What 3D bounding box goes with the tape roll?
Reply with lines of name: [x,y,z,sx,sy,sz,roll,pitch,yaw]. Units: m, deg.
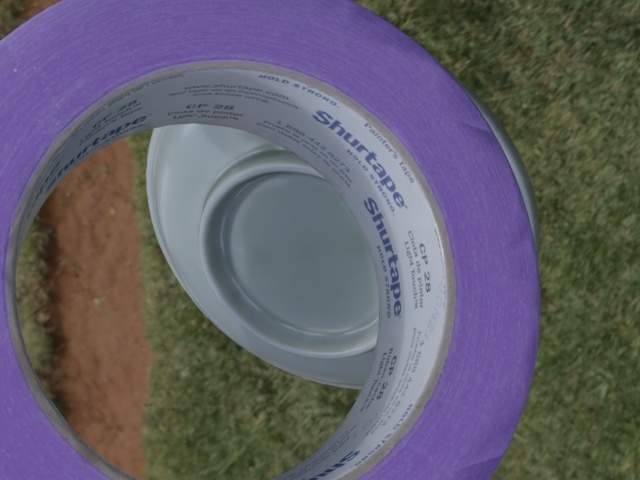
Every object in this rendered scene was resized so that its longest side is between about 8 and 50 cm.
tape roll: [-0.044,0.023,0.487,0.274,0.275,0.090,51,161,-2]

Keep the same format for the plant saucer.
plant saucer: [0.000,0.000,1.027,0.401,0.100,0.400,10,123,16]
